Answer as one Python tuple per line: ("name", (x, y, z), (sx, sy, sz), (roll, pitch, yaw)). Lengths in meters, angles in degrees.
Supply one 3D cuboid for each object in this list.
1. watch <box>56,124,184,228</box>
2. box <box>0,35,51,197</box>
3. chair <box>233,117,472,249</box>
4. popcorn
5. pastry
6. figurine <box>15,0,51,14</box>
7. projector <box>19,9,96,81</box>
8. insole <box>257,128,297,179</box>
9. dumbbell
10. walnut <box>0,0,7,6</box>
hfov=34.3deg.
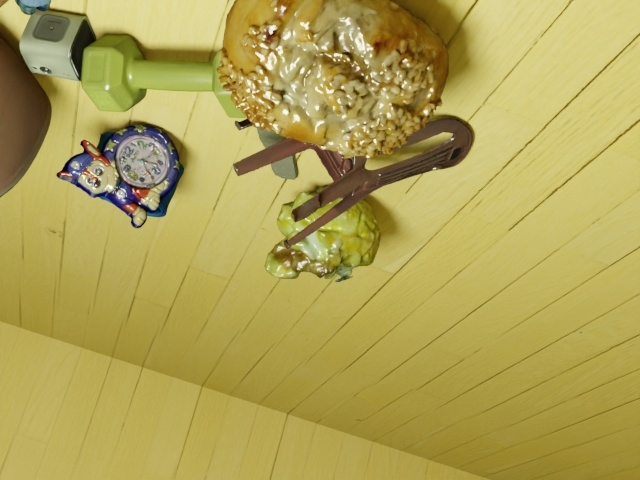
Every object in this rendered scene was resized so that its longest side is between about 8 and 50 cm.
("watch", (-0.351, -0.119, 1.881), (0.196, 0.171, 0.200), (33, 164, -9))
("box", (-0.603, -0.223, 1.651), (0.300, 0.301, 0.216), (8, 147, 17))
("chair", (0.049, -0.145, 1.619), (0.326, 0.183, 0.176), (-26, 162, -17))
("popcorn", (0.000, 0.000, 1.873), (0.198, 0.212, 0.198), (42, 157, 23))
("pastry", (0.015, -0.223, 1.367), (0.310, 0.162, 0.255), (19, 138, -6))
("figurine", (-0.405, -0.367, 1.461), (0.086, 0.087, 0.149), (-17, 168, -24))
("projector", (-0.401, -0.300, 1.587), (0.082, 0.083, 0.083), (12, 155, 9))
("insole", (-0.071, -0.156, 1.788), (0.063, 0.010, 0.192), (11, 156, 13))
("dumbbell", (-0.215, -0.248, 1.559), (0.301, 0.121, 0.108), (6, -178, 21))
("walnut", (-0.500, -0.376, 1.185), (0.381, 0.381, 0.381), (13, 156, 6))
